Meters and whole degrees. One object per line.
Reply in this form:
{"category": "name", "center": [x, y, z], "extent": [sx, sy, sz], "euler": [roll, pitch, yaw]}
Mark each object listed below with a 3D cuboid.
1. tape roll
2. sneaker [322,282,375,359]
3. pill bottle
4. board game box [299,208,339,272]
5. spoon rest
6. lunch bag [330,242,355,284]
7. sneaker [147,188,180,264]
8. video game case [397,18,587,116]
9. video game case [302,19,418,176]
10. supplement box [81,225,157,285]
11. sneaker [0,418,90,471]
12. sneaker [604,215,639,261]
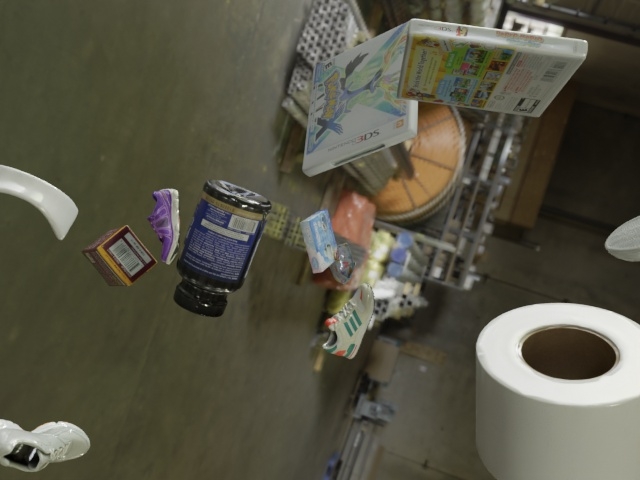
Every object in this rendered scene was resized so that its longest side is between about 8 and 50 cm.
{"category": "tape roll", "center": [0.336, 0.219, 1.059], "extent": [0.246, 0.246, 0.169], "euler": [-54, 144, -57]}
{"category": "sneaker", "center": [0.053, 0.158, 1.533], "extent": [0.057, 0.075, 0.161], "euler": [-132, -122, -67]}
{"category": "pill bottle", "center": [-0.176, 0.015, 1.331], "extent": [0.123, 0.123, 0.219], "euler": [-24, 137, -75]}
{"category": "board game box", "center": [0.000, 0.000, 1.314], "extent": [0.090, 0.020, 0.090], "euler": [-36, 113, -63]}
{"category": "spoon rest", "center": [-0.471, -0.066, 1.035], "extent": [0.084, 0.277, 0.137], "euler": [90, 12, -50]}
{"category": "lunch bag", "center": [0.051, 0.055, 1.773], "extent": [0.071, 0.053, 0.083], "euler": [120, -46, -73]}
{"category": "sneaker", "center": [-0.340, -0.029, 1.670], "extent": [0.068, 0.071, 0.169], "euler": [112, -26, -69]}
{"category": "video game case", "center": [0.208, -0.217, 0.995], "extent": [0.227, 0.207, 0.026], "euler": [74, 25, -82]}
{"category": "video game case", "center": [0.094, -0.331, 1.796], "extent": [0.036, 0.300, 0.328], "euler": [36, 48, -41]}
{"category": "supplement box", "center": [-0.434, 0.036, 1.652], "extent": [0.081, 0.104, 0.188], "euler": [-42, -164, -23]}
{"category": "sneaker", "center": [-0.597, 0.454, 1.648], "extent": [0.262, 0.121, 0.099], "euler": [18, 95, -50]}
{"category": "sneaker", "center": [0.612, 0.028, 1.231], "extent": [0.108, 0.169, 0.292], "euler": [-50, -164, -25]}
